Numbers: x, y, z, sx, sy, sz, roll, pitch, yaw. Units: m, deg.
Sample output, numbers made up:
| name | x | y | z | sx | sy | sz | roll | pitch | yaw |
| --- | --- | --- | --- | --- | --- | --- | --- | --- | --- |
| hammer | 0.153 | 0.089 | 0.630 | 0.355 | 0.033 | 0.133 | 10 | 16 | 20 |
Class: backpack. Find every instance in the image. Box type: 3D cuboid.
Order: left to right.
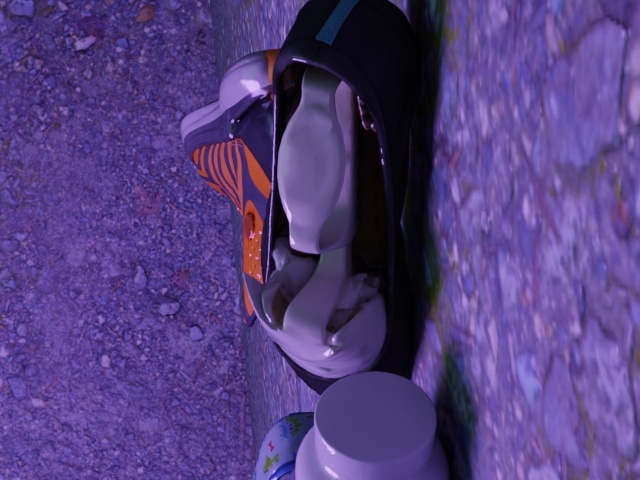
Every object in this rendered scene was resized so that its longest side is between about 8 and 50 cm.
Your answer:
| name | x | y | z | sx | sy | sz | roll | pitch | yaw |
| --- | --- | --- | --- | --- | --- | --- | --- | --- | --- |
| backpack | 0.005 | 0.178 | 0.736 | 0.084 | 0.105 | 0.114 | -99 | 19 | -55 |

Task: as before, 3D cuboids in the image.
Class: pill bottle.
| name | x | y | z | sx | sy | sz | roll | pitch | yaw |
| --- | --- | --- | --- | --- | --- | --- | --- | --- | --- |
| pill bottle | 0.028 | 0.150 | 0.613 | 0.086 | 0.086 | 0.152 | -105 | 12 | -51 |

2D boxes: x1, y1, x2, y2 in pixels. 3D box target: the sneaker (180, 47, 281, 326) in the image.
| name | x | y | z | sx | sy | sz | roll | pitch | yaw |
| --- | --- | --- | --- | --- | --- | --- | --- | --- | --- |
| sneaker | -0.036 | -0.018 | 0.817 | 0.321 | 0.125 | 0.180 | 138 | 127 | -80 |

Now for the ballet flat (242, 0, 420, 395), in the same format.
| name | x | y | z | sx | sy | sz | roll | pitch | yaw |
| --- | --- | --- | --- | --- | --- | --- | --- | --- | --- |
| ballet flat | 0.000 | 0.000 | 0.612 | 0.096 | 0.095 | 0.280 | -53 | -33 | -54 |
